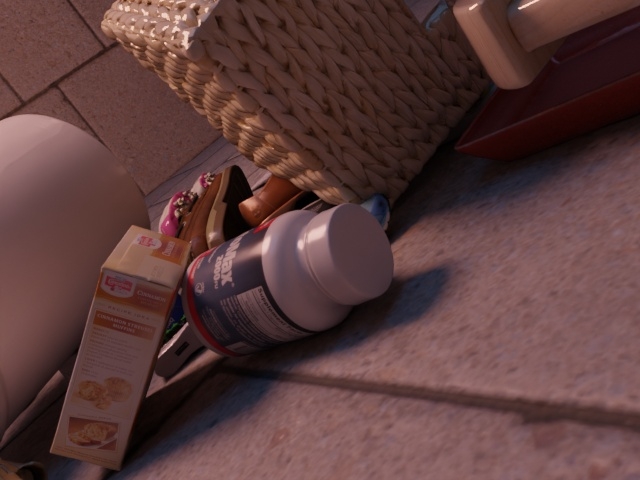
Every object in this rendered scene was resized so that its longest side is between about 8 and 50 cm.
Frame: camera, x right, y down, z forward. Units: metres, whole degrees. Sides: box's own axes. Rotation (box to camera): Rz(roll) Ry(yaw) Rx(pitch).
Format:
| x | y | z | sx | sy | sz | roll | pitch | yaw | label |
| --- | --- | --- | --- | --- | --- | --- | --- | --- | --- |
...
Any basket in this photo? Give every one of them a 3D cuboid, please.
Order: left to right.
| x | y | z | sx | sy | sz | roll | pitch | yaw | label |
| --- | --- | --- | --- | --- | --- | --- | --- | --- | --- |
| -0.029 | -0.239 | 0.839 | 0.266 | 0.328 | 0.331 | -53 | 36 | -4 | basket |

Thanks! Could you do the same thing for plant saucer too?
| x | y | z | sx | sy | sz | roll | pitch | yaw | label |
| --- | --- | --- | --- | --- | --- | --- | --- | --- | --- |
| 0.282 | -0.173 | 0.693 | 0.259 | 0.048 | 0.258 | -19 | 23 | 45 | plant saucer |

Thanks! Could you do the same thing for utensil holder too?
| x | y | z | sx | sy | sz | roll | pitch | yaw | label |
| --- | --- | --- | --- | --- | --- | --- | --- | --- | --- |
| -0.443 | 0.050 | 0.941 | 0.327 | 0.328 | 0.385 | -27 | 18 | 30 | utensil holder |

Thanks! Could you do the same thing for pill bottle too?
| x | y | z | sx | sy | sz | roll | pitch | yaw | label |
| --- | --- | --- | --- | --- | --- | --- | --- | --- | --- |
| -0.029 | 0.034 | 0.647 | 0.180 | 0.108 | 0.108 | -23 | 20 | 39 | pill bottle |

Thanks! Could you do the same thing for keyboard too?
| x | y | z | sx | sy | sz | roll | pitch | yaw | label |
| --- | --- | --- | --- | --- | --- | --- | --- | --- | --- |
| -0.059 | -0.183 | 1.529 | 0.072 | 0.014 | 0.256 | -19 | 22 | 47 | keyboard |

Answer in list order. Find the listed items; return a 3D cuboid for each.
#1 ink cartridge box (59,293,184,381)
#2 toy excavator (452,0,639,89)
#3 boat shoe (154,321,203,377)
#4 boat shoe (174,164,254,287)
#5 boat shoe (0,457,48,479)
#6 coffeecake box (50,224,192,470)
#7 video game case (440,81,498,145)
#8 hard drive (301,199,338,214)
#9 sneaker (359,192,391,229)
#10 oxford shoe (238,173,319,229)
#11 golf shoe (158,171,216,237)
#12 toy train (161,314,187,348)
| x | y | z | sx | sy | sz | roll | pitch | yaw | label |
| --- | --- | --- | --- | --- | --- | --- | --- | --- | --- |
| -0.277 | 0.133 | 1.009 | 0.207 | 0.046 | 0.097 | -23 | 22 | 41 | ink cartridge box |
| 0.339 | -0.265 | 0.459 | 0.445 | 0.222 | 0.433 | -37 | 19 | -6 | toy excavator |
| -0.148 | 0.111 | 0.820 | 0.100 | 0.035 | 0.035 | -46 | 19 | -10 | boat shoe |
| -0.160 | -0.027 | 1.077 | 0.104 | 0.111 | 0.307 | -21 | 18 | 10 | boat shoe |
| -0.303 | 0.247 | 0.721 | 0.072 | 0.068 | 0.190 | -30 | 21 | -26 | boat shoe |
| -0.187 | 0.096 | 0.703 | 0.142 | 0.068 | 0.186 | -102 | 30 | -74 | coffeecake box |
| 0.160 | -0.166 | 0.985 | 0.212 | 0.023 | 0.193 | -21 | 21 | 42 | video game case |
| -0.024 | -0.007 | 0.915 | 0.094 | 0.022 | 0.135 | -27 | 17 | 30 | hard drive |
| 0.000 | 0.000 | 0.745 | 0.162 | 0.073 | 0.063 | -36 | 15 | 1 | sneaker |
| -0.022 | -0.090 | 1.026 | 0.212 | 0.076 | 0.076 | -38 | -13 | -14 | oxford shoe |
| -0.225 | -0.021 | 1.270 | 0.140 | 0.115 | 0.306 | -43 | 7 | 15 | golf shoe |
| -0.182 | 0.114 | 0.916 | 0.083 | 0.017 | 0.023 | -43 | 7 | -21 | toy train |
